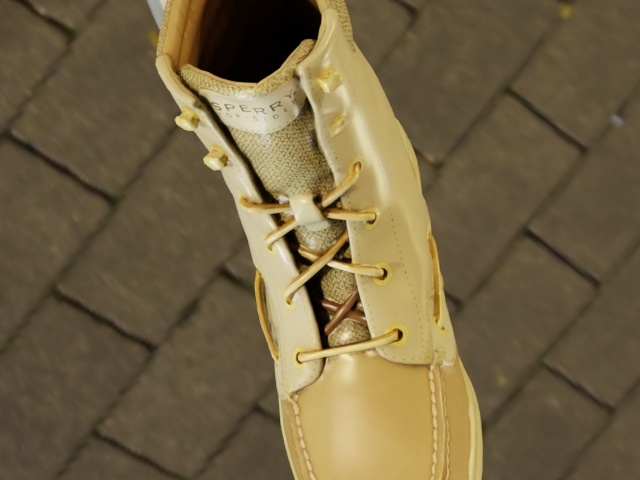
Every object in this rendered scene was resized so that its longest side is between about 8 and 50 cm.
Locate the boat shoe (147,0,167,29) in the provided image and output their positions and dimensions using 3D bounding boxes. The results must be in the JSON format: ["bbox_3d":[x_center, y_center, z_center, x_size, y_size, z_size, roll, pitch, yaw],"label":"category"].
[{"bbox_3d":[-0.034,-0.108,1.386,0.105,0.306,0.113,-23,140,-7],"label":"boat shoe"}]

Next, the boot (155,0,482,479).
[{"bbox_3d":[0.000,0.000,0.828,0.095,0.262,0.203,-12,147,11],"label":"boot"}]
